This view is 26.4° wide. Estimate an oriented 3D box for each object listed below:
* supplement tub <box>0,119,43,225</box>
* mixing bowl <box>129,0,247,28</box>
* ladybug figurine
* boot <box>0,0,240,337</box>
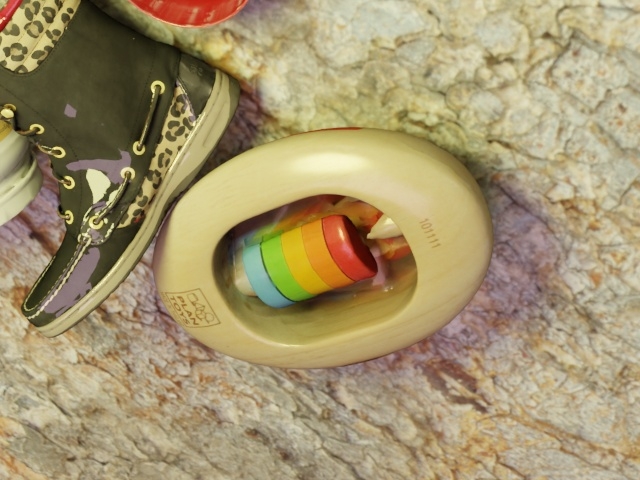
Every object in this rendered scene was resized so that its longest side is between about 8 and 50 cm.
[{"bbox_3d":[-0.487,-0.166,1.632,0.228,0.228,0.316,-9,120,24],"label":"supplement tub"},{"bbox_3d":[-0.140,-0.334,1.481,0.181,0.098,0.181,8,126,12],"label":"mixing bowl"},{"bbox_3d":[0.000,0.000,1.631,0.449,0.162,0.305,-16,117,27],"label":"ladybug figurine"},{"bbox_3d":[-0.301,-0.102,1.561,0.284,0.138,0.377,35,97,-26],"label":"boot"}]
